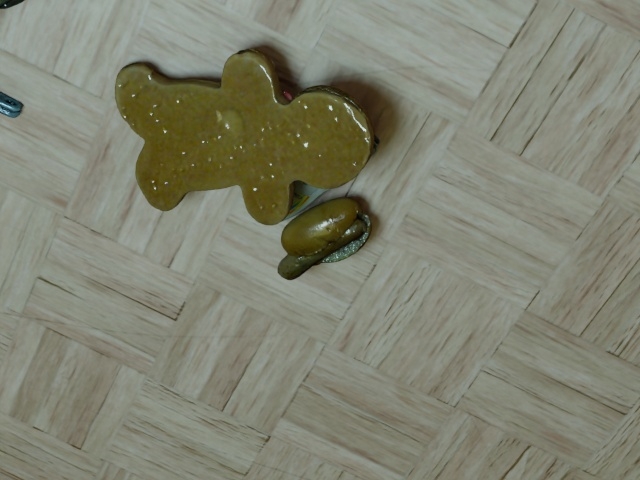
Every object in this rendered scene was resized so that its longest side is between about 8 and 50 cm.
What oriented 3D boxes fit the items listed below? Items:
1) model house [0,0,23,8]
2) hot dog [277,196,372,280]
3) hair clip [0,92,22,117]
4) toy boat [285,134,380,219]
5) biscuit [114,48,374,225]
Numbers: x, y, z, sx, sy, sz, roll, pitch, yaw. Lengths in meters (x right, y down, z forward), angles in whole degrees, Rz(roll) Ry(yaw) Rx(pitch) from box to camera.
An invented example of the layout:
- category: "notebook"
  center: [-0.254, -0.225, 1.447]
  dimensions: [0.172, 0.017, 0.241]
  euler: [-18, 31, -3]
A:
- category: "model house"
  center: [-0.476, -0.310, 1.597]
  dimensions: [0.279, 0.205, 0.218]
  euler: [-31, 100, 40]
- category: "hot dog"
  center: [-0.001, -0.001, 1.754]
  dimensions: [0.140, 0.060, 0.090]
  euler: [-20, 144, 20]
- category: "hair clip"
  center: [-0.488, -0.248, 1.734]
  dimensions: [0.083, 0.048, 0.275]
  euler: [-36, 115, 20]
- category: "toy boat"
  center: [-0.008, -0.087, 1.708]
  dimensions: [0.084, 0.066, 0.210]
  euler: [35, 125, -9]
- category: "biscuit"
  center: [-0.087, -0.126, 1.669]
  dimensions: [0.340, 0.047, 0.216]
  euler: [-3, 110, 27]
